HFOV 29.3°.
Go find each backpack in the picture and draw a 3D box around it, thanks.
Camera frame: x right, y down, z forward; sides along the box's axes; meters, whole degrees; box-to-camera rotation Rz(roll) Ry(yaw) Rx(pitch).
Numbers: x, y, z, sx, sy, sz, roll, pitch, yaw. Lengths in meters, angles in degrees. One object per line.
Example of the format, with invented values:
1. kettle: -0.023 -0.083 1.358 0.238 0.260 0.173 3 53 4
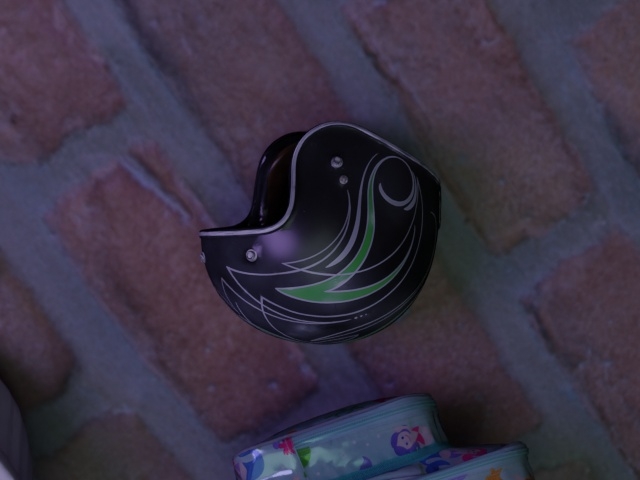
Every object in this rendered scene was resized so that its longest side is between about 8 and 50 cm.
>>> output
1. backpack: 0.049 0.223 0.957 0.254 0.225 0.191 -11 76 -4

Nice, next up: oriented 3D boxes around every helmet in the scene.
1. helmet: 0.000 0.000 0.923 0.169 0.169 0.161 27 84 -14

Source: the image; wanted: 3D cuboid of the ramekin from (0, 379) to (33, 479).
1. ramekin: -0.349 0.194 0.923 0.277 0.135 0.277 -3 116 -7
